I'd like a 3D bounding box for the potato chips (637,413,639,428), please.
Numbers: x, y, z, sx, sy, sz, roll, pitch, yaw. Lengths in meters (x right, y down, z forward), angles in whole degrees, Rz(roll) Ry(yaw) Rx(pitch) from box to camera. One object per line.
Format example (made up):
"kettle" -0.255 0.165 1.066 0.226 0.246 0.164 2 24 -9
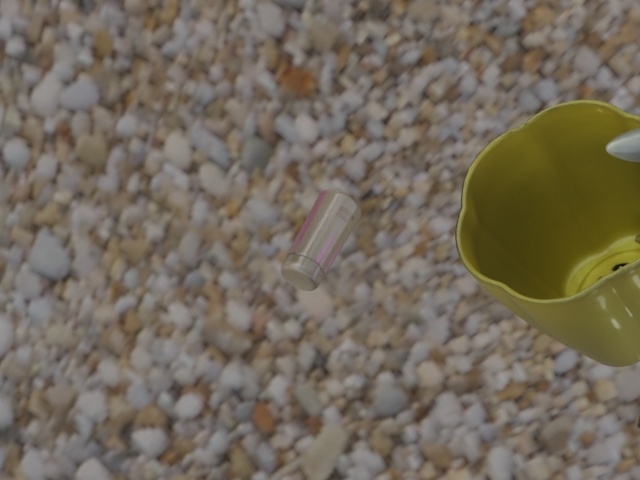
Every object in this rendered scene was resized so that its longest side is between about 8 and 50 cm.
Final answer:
"potato chips" 0.289 0.230 1.104 0.097 0.389 0.373 4 107 -16

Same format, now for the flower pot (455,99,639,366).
"flower pot" 0.231 0.008 1.626 0.195 0.179 0.195 -14 54 20

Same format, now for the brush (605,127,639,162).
"brush" 0.291 -0.068 1.177 0.299 0.039 0.042 -7 44 -27

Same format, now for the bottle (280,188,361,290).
"bottle" 0.000 0.000 1.818 0.045 0.045 0.096 32 62 -5
